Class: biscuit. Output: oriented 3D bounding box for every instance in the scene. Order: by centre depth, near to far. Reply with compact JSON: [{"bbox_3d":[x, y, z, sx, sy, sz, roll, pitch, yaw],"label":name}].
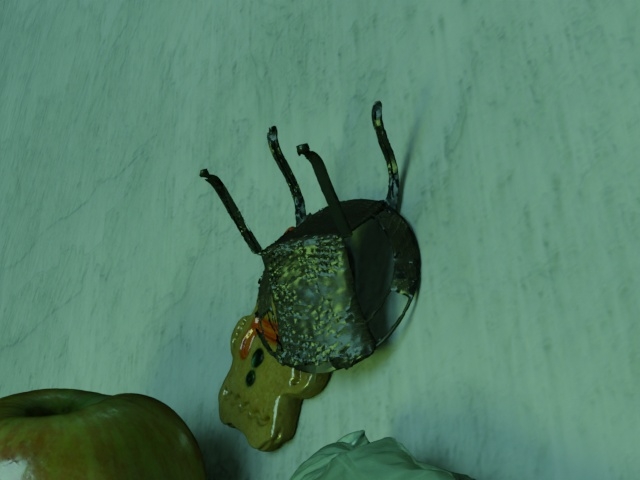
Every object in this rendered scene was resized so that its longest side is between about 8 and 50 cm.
[{"bbox_3d":[-0.036,0.088,1.078,0.166,0.036,0.226,25,92,58],"label":"biscuit"}]

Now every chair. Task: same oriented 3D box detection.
[{"bbox_3d":[0.000,0.000,1.000,0.174,0.149,0.213,-10,101,31],"label":"chair"}]

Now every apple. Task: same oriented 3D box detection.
[{"bbox_3d":[-0.234,0.268,1.059,0.264,0.264,0.264,-31,48,42],"label":"apple"}]

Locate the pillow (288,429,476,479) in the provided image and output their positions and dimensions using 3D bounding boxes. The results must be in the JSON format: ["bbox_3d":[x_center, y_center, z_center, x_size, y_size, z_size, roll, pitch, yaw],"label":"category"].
[{"bbox_3d":[0.027,0.278,0.740,0.283,0.138,0.310,2,49,55],"label":"pillow"}]
